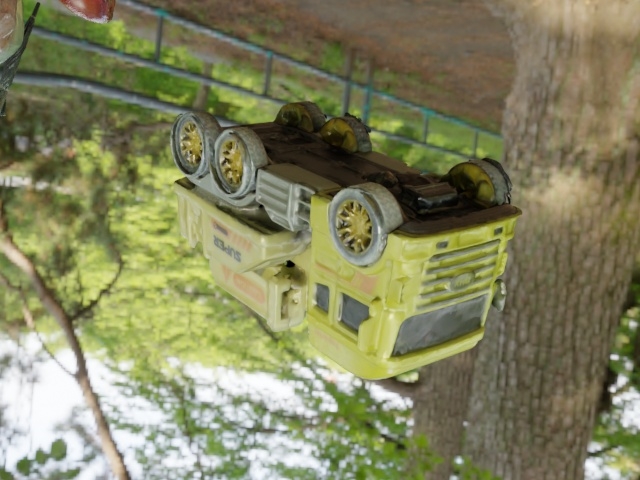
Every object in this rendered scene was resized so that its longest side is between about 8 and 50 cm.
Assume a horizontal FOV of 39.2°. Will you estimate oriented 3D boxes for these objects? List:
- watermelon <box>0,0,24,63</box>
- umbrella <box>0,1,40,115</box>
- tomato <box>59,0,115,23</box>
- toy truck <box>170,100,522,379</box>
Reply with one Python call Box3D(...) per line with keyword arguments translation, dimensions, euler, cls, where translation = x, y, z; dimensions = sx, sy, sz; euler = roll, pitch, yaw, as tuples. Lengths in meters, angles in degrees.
Box3D(translation=(-0.343, -0.190, 0.542), dimensions=(0.250, 0.283, 0.292), euler=(-26, -162, 17), cls="watermelon")
Box3D(translation=(-0.498, -0.256, 1.419), dimensions=(0.044, 0.269, 0.044), euler=(22, 166, -16), cls="umbrella")
Box3D(translation=(-0.352, -0.446, 1.313), dimensions=(0.140, 0.233, 0.200), euler=(8, 149, -11), cls="tomato")
Box3D(translation=(0.000, 0.000, 0.638), dimensions=(0.124, 0.157, 0.272), euler=(-13, -152, -38), cls="toy truck")
